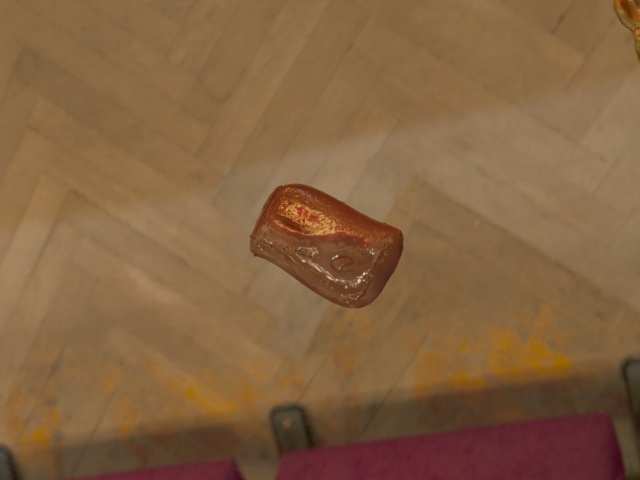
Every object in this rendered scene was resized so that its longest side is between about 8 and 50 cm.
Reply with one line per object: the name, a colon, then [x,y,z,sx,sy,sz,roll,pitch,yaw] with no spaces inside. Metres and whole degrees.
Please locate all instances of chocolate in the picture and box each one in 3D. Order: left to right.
chocolate: [0.000,0.000,0.812,0.100,0.031,0.065,30,91,16]

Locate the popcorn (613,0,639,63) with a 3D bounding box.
popcorn: [0.419,-0.241,1.301,0.197,0.155,0.198,-2,87,38]
